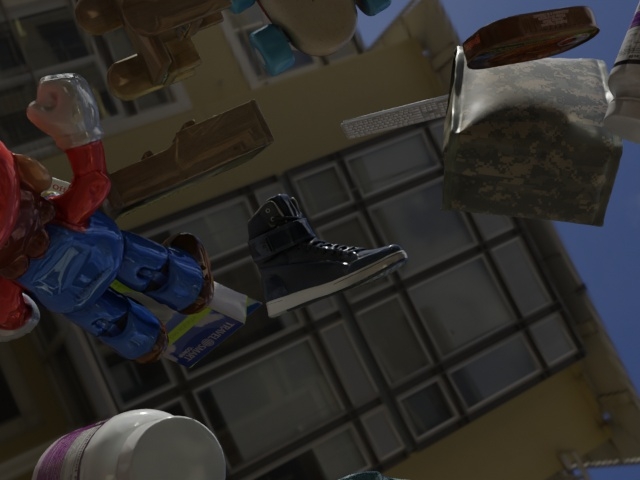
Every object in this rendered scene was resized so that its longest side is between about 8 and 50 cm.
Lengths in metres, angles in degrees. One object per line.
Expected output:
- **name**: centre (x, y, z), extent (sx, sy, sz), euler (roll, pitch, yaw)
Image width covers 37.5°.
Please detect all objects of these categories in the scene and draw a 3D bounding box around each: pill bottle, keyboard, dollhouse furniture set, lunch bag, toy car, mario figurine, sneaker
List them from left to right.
- **mario figurine**: centre (-0.235, -0.019, 0.786), extent (0.170, 0.198, 0.320), euler (3, -23, 33)
- **pill bottle**: centre (-0.246, 0.308, 1.209), extent (0.301, 0.169, 0.169), euler (-27, -93, 51)
- **dollhouse furniture set**: centre (-0.175, -0.162, 0.878), extent (0.242, 0.161, 0.212), euler (64, -18, -2)
- **toy car**: centre (-0.045, -0.381, 1.486), extent (0.210, 0.219, 0.238), euler (58, -8, -10)
- **sneaker**: centre (-0.001, 0.000, 1.305), extent (0.226, 0.086, 0.163), euler (-20, -96, 25)
- **keyboard**: centre (0.173, -0.262, 2.005), extent (0.072, 0.256, 0.014), euler (55, 26, -59)
- **lunch bag**: centre (0.300, -0.172, 1.375), extent (0.169, 0.235, 0.287), euler (89, 10, -45)
- **pill bottle**: centre (0.428, -0.223, 1.185), extent (0.108, 0.193, 0.108), euler (23, -8, 3)

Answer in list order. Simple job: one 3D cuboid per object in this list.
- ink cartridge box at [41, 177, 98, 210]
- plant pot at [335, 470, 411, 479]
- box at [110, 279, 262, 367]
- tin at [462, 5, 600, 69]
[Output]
- **ink cartridge box**: centre (-0.359, -0.018, 1.301), extent (0.090, 0.092, 0.143), euler (-17, -120, 56)
- **plant pot**: centre (0.013, 0.462, 1.111), extent (0.341, 0.341, 0.334), euler (56, -49, 21)
- **box**: centre (-0.161, 0.069, 0.966), extent (0.109, 0.178, 0.042), euler (-39, -144, 36)
- **tin**: centre (0.271, -0.262, 1.215), extent (0.106, 0.190, 0.040), euler (-20, -97, 67)
